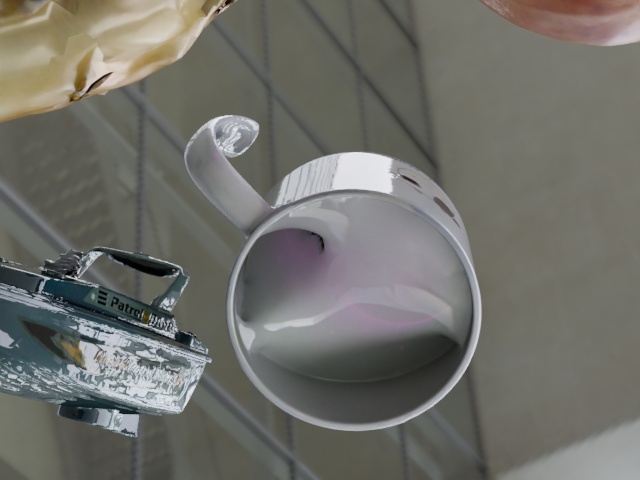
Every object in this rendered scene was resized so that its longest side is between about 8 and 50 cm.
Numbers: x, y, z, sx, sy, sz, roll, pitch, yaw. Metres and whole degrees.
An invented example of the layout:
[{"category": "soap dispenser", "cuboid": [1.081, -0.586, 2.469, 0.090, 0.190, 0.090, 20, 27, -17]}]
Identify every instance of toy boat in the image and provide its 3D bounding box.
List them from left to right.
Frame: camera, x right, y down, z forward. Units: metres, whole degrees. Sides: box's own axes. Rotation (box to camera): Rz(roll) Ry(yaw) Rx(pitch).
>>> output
[{"category": "toy boat", "cuboid": [-0.141, 0.040, 0.890, 0.093, 0.246, 0.103, 13, -98, 23]}]

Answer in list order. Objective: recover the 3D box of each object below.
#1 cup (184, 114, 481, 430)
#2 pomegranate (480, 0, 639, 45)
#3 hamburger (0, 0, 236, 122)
[{"category": "cup", "cuboid": [0.000, 0.012, 0.944, 0.142, 0.173, 0.134, -83, -174, -72]}, {"category": "pomegranate", "cuboid": [0.166, -0.263, 1.062, 0.270, 0.252, 0.229, 35, -126, 23]}, {"category": "hamburger", "cuboid": [-0.102, -0.163, 0.388, 0.260, 0.211, 0.245, -25, -120, 4]}]
